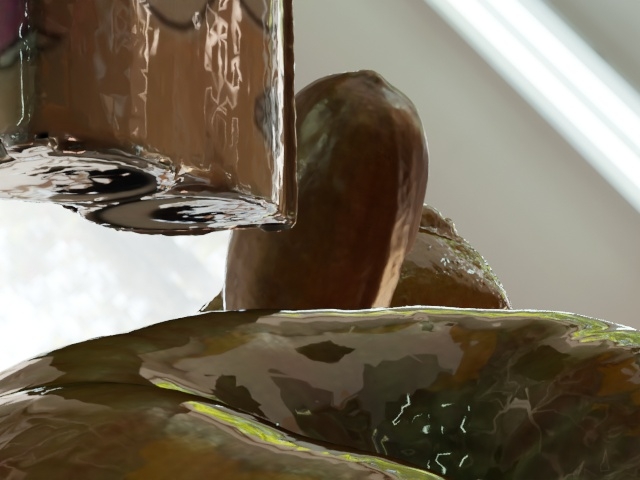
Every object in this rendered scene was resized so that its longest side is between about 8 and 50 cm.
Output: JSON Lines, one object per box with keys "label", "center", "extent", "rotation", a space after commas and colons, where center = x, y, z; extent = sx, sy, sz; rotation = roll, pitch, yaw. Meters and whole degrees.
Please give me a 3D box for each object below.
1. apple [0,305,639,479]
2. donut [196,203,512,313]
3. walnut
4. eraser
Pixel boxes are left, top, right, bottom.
{"label": "apple", "center": [0.019, 0.118, 0.390], "extent": [0.261, 0.261, 0.194], "rotation": [-15, -71, -50]}
{"label": "donut", "center": [0.031, 0.118, 1.736], "extent": [0.317, 0.150, 0.299], "rotation": [-48, -52, 6]}
{"label": "walnut", "center": [0.000, 0.000, 1.121], "extent": [0.116, 0.116, 0.207], "rotation": [2, -73, -61]}
{"label": "eraser", "center": [-0.075, -0.157, 0.738], "extent": [0.087, 0.290, 0.171], "rotation": [-8, -13, 28]}
